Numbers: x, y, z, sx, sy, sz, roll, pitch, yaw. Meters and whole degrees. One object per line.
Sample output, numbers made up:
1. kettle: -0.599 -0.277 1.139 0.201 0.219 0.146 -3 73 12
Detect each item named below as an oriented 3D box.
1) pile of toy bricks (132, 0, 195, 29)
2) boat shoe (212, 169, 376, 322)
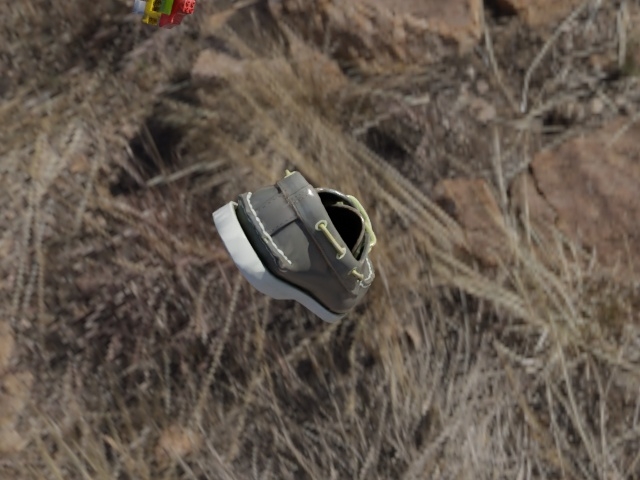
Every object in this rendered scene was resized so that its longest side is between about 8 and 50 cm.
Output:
1. pile of toy bricks: -0.172 -0.345 1.522 0.105 0.118 0.212 20 100 36
2. boat shoe: 0.002 0.004 1.259 0.091 0.305 0.109 -33 74 11
